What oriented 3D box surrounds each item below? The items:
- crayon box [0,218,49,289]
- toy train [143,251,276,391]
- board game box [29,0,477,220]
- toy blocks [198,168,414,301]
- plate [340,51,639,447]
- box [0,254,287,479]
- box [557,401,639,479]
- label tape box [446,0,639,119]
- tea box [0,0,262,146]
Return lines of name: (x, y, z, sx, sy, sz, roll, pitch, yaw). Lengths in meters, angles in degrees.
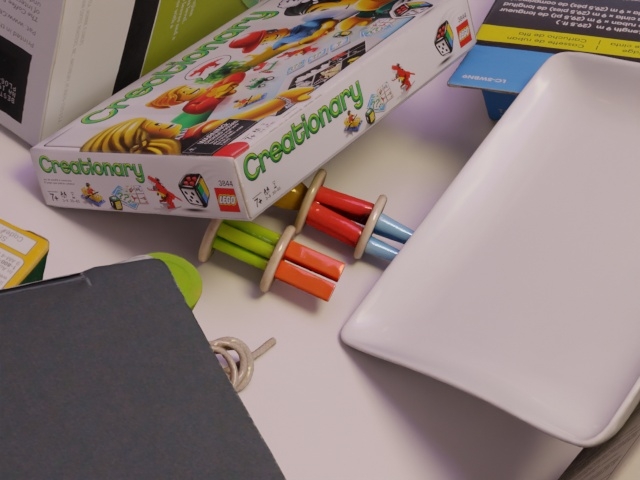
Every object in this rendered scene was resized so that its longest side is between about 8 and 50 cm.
crayon box: (-0.333, 0.075, 1.067, 0.203, 0.083, 0.323, 26, 42, 7)
toy train: (-0.104, 0.063, 1.119, 0.248, 0.143, 0.105, -28, 60, -39)
board game box: (-0.043, -0.108, 1.318, 0.193, 0.053, 0.305, 4, 30, 37)
toy blocks: (0.000, 0.000, 1.289, 0.148, 0.054, 0.123, 23, 42, 4)
plate: (0.177, 0.001, 1.188, 0.278, 0.045, 0.277, -53, 33, -12)
box: (-0.189, 0.232, 0.726, 0.293, 0.395, 0.212, -11, 50, -29)
box: (0.186, 0.187, 1.021, 0.121, 0.148, 0.311, 47, 39, 5)
label tape box: (0.264, -0.155, 1.460, 0.240, 0.106, 0.334, 10, 39, 19)
tea box: (-0.224, -0.296, 1.390, 0.329, 0.220, 0.323, 33, 44, 15)
